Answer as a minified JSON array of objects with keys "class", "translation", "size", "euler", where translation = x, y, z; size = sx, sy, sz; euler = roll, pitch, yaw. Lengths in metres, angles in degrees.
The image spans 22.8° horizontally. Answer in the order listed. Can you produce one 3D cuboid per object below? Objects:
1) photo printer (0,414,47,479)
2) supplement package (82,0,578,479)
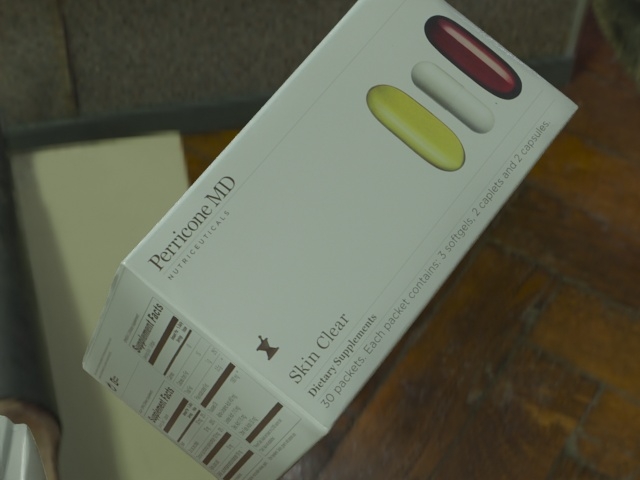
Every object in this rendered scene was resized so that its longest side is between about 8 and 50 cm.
[{"class":"photo printer","translation":[-0.189,0.294,0.914],"size":[0.107,0.307,0.256],"euler":[-9,27,0]},{"class":"supplement package","translation":[0.000,0.000,0.969],"size":[0.145,0.204,0.262],"euler":[38,65,2]}]
